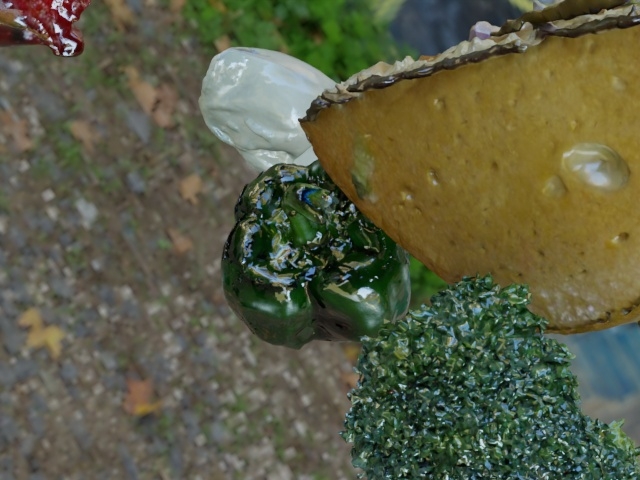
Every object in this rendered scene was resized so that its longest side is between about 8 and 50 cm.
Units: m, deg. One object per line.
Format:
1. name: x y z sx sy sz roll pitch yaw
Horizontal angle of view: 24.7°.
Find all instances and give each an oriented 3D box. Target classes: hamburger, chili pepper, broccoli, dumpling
1. hamburger: 0.225 -0.063 1.143 0.268 0.445 0.287 -30 104 -41
2. chili pepper: 0.000 0.000 1.356 0.261 0.173 0.165 82 19 -55
3. broccoli: 0.134 0.115 1.035 0.219 0.194 0.194 30 9 14
4. dumpling: -0.056 -0.154 1.782 0.228 0.151 0.124 23 21 -30

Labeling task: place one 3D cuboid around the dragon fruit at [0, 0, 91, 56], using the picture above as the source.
1. dragon fruit: -0.392 -0.311 1.436 0.286 0.329 0.228 -115 -149 -56
